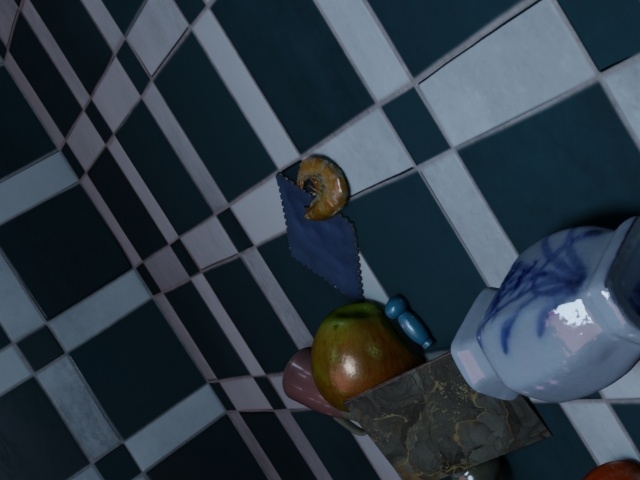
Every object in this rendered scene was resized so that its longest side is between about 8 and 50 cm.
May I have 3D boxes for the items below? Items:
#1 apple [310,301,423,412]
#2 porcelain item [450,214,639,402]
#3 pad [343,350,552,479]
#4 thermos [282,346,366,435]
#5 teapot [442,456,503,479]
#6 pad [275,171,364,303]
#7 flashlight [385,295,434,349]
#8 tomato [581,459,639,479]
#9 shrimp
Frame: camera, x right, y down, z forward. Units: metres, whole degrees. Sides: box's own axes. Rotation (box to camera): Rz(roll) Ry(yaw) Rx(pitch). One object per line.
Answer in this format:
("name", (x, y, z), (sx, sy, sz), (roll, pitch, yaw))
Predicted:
("apple", (0.098, 0.251, 2.101), (0.246, 0.246, 0.226), (0, 101, 61))
("porcelain item", (0.355, 0.107, 1.402), (0.178, 0.243, 0.405), (38, 153, -4))
("pad", (0.244, 0.357, 1.925), (0.367, 0.007, 0.248), (-32, 100, 36))
("thermos", (0.046, 0.387, 2.408), (0.265, 0.146, 0.177), (22, 132, 42))
("teapot", (0.315, 0.477, 2.052), (0.119, 0.130, 0.166), (43, -169, -13))
("pad", (0.000, 0.000, 2.175), (0.269, 0.012, 0.269), (36, 148, 36))
("flashlight", (0.185, 0.171, 2.005), (0.129, 0.051, 0.051), (48, 154, 9))
("tomato", (0.514, 0.474, 1.661), (0.187, 0.151, 0.187), (47, 158, 26))
("shrimp", (0.000, -0.106, 2.008), (0.133, 0.051, 0.187), (62, 146, 13))
